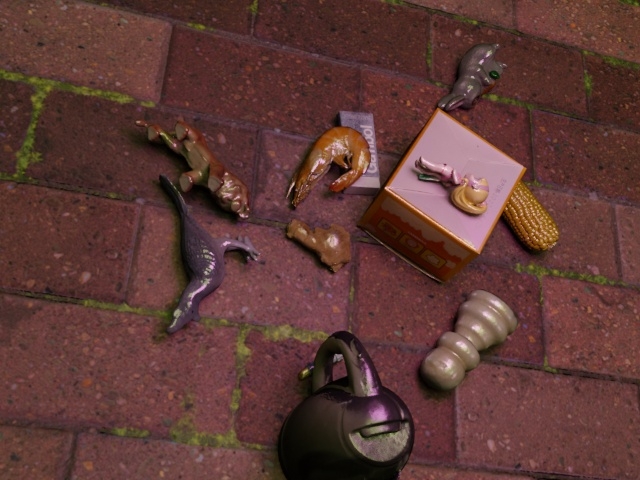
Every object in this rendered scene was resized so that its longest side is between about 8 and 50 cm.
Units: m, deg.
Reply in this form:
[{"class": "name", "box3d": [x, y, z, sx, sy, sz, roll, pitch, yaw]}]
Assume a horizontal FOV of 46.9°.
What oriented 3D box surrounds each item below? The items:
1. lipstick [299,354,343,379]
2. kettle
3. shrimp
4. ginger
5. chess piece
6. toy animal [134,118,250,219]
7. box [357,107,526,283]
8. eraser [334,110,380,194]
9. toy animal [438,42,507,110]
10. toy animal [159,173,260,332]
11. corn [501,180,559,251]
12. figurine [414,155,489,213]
[{"class": "lipstick", "box3d": [0.001, 0.263, 1.593, 0.116, 0.037, 0.037, -27, 78, -22]}, {"class": "kettle", "box3d": [0.057, 0.334, 1.414, 0.228, 0.324, 0.321, -4, 69, -19]}, {"class": "shrimp", "box3d": [0.017, -0.168, 1.744, 0.150, 0.068, 0.249, 39, 80, 22]}, {"class": "ginger", "box3d": [0.006, -0.007, 1.688, 0.165, 0.067, 0.096, 37, 83, 0]}, {"class": "chess piece", "box3d": [0.321, 0.235, 1.662, 0.133, 0.133, 0.243, 45, 66, 4]}, {"class": "toy animal", "box3d": [-0.264, -0.169, 1.650, 0.097, 0.157, 0.312, -42, 75, 15]}, {"class": "box", "box3d": [0.282, -0.102, 1.739, 0.259, 0.214, 0.283, 34, 61, 2]}, {"class": "eraser", "box3d": [0.092, -0.218, 1.819, 0.091, 0.046, 0.213, 1, 67, -17]}, {"class": "toy animal", "box3d": [0.403, -0.422, 1.992, 0.236, 0.138, 0.108, -53, 131, -6]}, {"class": "toy animal", "box3d": [-0.239, 0.019, 1.591, 0.205, 0.081, 0.367, 1, 64, -20]}, {"class": "corn", "box3d": [0.497, -0.093, 1.872, 0.101, 0.101, 0.310, -28, 74, -26]}, {"class": "figurine", "box3d": [0.286, -0.123, 1.595, 0.187, 0.083, 0.083, 26, 62, -12]}]
